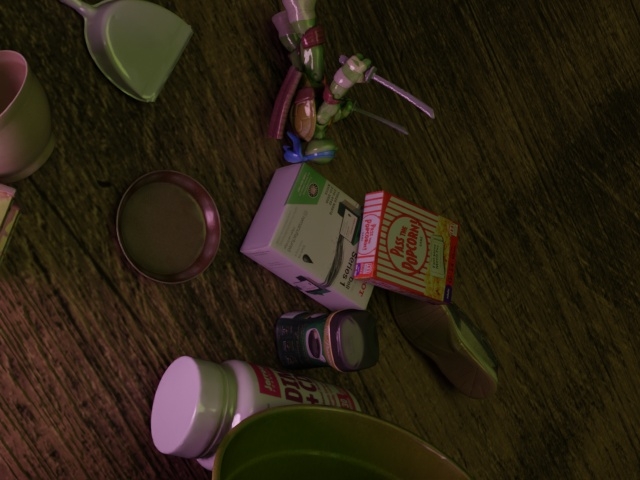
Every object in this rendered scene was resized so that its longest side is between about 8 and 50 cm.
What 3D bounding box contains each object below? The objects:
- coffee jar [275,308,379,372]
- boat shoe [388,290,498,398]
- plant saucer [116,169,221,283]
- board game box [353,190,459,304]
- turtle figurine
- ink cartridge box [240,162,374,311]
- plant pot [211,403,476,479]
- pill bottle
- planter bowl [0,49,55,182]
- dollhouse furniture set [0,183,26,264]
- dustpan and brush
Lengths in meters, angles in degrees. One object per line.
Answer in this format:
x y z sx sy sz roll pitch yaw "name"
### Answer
0.011 0.155 1.213 0.079 0.184 0.096 -7 89 -37 "coffee jar"
0.232 0.165 1.440 0.285 0.103 0.092 49 33 -8 "boat shoe"
-0.226 -0.019 1.153 0.168 0.029 0.169 5 82 -36 "plant saucer"
0.148 0.016 1.309 0.193 0.045 0.147 19 73 -37 "board game box"
0.036 -0.273 1.283 0.198 0.274 0.266 -22 95 -71 "turtle figurine"
0.000 0.000 1.281 0.219 0.092 0.160 34 65 -30 "ink cartridge box"
0.002 0.459 0.978 0.366 0.366 0.353 1 116 -37 "plant pot"
-0.090 0.265 1.138 0.283 0.160 0.160 21 72 -34 "pill bottle"
-0.401 -0.141 0.971 0.162 0.162 0.109 -63 146 -24 "planter bowl"
-0.474 0.008 0.946 0.160 0.101 0.182 18 73 -8 "dollhouse furniture set"
-0.304 -0.312 1.121 0.211 0.060 0.147 38 68 -35 "dustpan and brush"
